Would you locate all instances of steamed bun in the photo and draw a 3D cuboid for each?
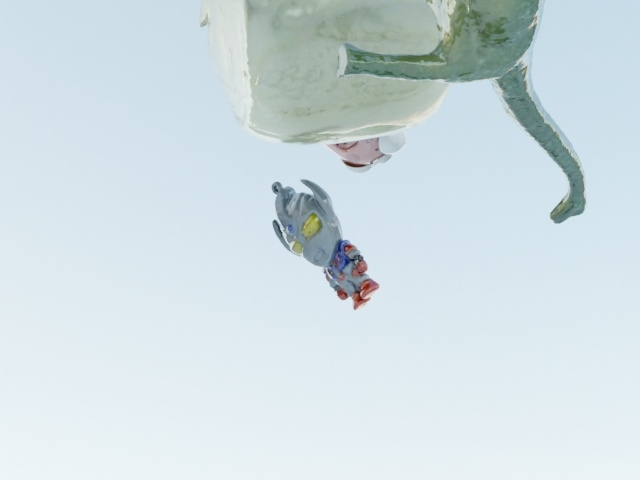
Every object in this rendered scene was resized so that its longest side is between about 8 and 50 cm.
[{"bbox_3d":[0.019,-0.211,1.223,0.290,0.273,0.272,-9,-54,1],"label":"steamed bun"}]

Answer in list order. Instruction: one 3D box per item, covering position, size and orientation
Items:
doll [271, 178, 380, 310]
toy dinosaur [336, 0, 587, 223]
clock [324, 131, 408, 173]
[{"bbox_3d":[-0.001,0.001,1.358,0.062,0.194,0.104,-32,-17,-22],"label":"doll"},{"bbox_3d":[0.169,-0.172,0.794,0.301,0.087,0.447,8,-43,-19],"label":"toy dinosaur"},{"bbox_3d":[0.060,-0.192,1.921,0.162,0.092,0.166,41,-34,-12],"label":"clock"}]
